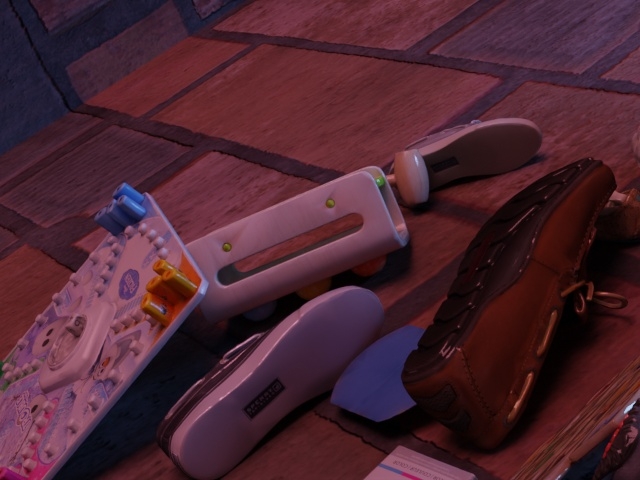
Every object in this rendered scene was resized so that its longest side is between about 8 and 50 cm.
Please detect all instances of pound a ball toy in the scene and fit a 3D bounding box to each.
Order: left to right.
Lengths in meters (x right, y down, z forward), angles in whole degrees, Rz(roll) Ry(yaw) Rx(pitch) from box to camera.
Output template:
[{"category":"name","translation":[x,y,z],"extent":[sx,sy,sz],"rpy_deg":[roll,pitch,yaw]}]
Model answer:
[{"category":"pound a ball toy","translation":[0.000,0.000,1.784],"extent":[0.319,0.136,0.208],"rpy_deg":[-22,3,10]}]

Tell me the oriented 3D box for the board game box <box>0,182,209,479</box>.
[{"category":"board game box","translation":[-0.325,0.130,1.740],"extent":[0.390,0.050,0.390],"rpy_deg":[-50,26,3]}]

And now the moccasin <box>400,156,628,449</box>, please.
[{"category":"moccasin","translation":[0.228,0.056,1.426],"extent":[0.139,0.147,0.380],"rpy_deg":[-31,19,46]}]

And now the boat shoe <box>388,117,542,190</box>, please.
[{"category":"boat shoe","translation":[0.201,-0.132,1.869],"extent":[0.227,0.079,0.081],"rpy_deg":[-17,31,28]}]

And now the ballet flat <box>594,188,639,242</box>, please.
[{"category":"ballet flat","translation":[0.298,-0.033,1.597],"extent":[0.206,0.067,0.073],"rpy_deg":[-6,31,38]}]

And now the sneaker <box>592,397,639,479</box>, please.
[{"category":"sneaker","translation":[0.297,0.183,0.971],"extent":[0.125,0.262,0.104],"rpy_deg":[30,90,44]}]

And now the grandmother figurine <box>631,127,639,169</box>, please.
[{"category":"grandmother figurine","translation":[0.459,-0.210,1.640],"extent":[0.104,0.207,0.342],"rpy_deg":[-15,46,53]}]

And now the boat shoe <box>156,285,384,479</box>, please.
[{"category":"boat shoe","translation":[-0.061,0.152,1.557],"extent":[0.301,0.108,0.102],"rpy_deg":[-42,29,-15]}]

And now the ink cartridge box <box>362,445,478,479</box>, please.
[{"category":"ink cartridge box","translation":[0.048,0.286,1.227],"extent":[0.209,0.062,0.109],"rpy_deg":[-40,28,-25]}]

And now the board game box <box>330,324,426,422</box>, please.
[{"category":"board game box","translation":[0.090,0.155,1.481],"extent":[0.133,0.033,0.168],"rpy_deg":[-42,23,-19]}]

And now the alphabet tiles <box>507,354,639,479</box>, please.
[{"category":"alphabet tiles","translation":[0.209,0.165,1.120],"extent":[0.342,0.011,0.285],"rpy_deg":[-34,-14,-45]}]
